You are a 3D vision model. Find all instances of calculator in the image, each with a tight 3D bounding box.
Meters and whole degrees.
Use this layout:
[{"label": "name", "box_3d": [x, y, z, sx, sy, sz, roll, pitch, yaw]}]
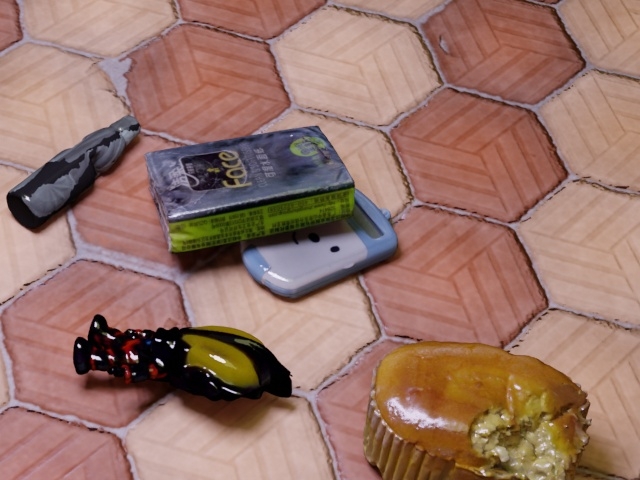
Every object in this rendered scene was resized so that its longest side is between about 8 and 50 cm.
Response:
[{"label": "calculator", "box_3d": [0.000, 0.000, 1.879, 0.210, 0.039, 0.121, -22, 56, -24]}]

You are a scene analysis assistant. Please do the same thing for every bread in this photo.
[{"label": "bread", "box_3d": [0.172, 0.204, 1.669, 0.250, 0.133, 0.179, 15, 46, 5]}]

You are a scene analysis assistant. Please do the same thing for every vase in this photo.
[{"label": "vase", "box_3d": [-0.305, -0.096, 1.907, 0.060, 0.060, 0.211, 33, 55, 20]}]

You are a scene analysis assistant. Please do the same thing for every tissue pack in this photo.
[{"label": "tissue pack", "box_3d": [-0.090, -0.068, 1.869, 0.236, 0.073, 0.173, -10, 32, -10]}]

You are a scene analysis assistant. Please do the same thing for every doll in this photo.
[{"label": "doll", "box_3d": [-0.153, 0.136, 1.713, 0.249, 0.088, 0.127, 12, 49, 8]}]
